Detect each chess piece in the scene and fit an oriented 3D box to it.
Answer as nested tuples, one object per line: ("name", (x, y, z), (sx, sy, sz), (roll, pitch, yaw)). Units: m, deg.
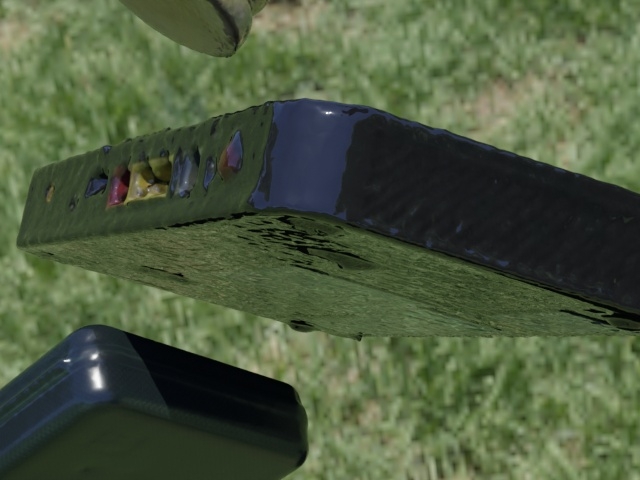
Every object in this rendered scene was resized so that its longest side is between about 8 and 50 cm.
("chess piece", (-0.034, -0.184, 0.939), (0.094, 0.094, 0.170), (21, 66, 35))

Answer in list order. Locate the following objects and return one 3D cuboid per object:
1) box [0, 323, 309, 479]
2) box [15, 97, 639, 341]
("box", (-0.133, 0.130, 0.974), (0.230, 0.160, 0.050), (-37, 50, 31))
("box", (0.000, 0.000, 0.890), (0.211, 0.058, 0.350), (15, -9, -25))
